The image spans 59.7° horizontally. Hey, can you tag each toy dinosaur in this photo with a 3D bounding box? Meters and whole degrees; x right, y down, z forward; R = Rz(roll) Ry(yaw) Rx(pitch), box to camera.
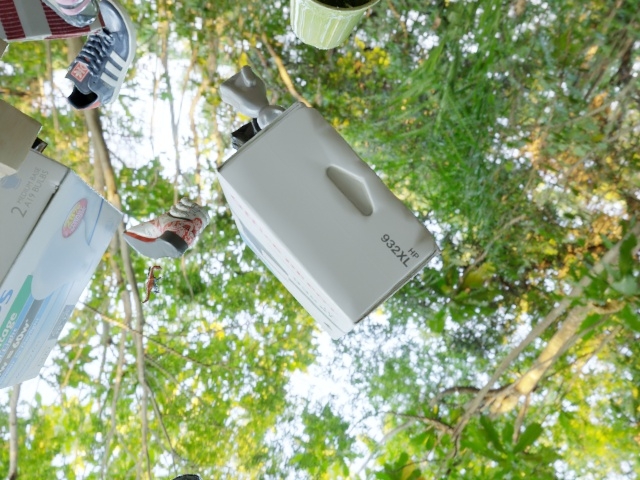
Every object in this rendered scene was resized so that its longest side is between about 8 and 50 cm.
[{"bbox_3d":[-0.429,0.105,1.437,0.047,0.082,0.090,9,-138,-4],"label":"toy dinosaur"}]

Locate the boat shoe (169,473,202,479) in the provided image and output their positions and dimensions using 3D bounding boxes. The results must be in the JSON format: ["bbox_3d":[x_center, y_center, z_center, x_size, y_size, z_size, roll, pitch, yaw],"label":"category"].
[{"bbox_3d":[-0.274,0.460,0.918,0.121,0.335,0.119,3,-101,1],"label":"boat shoe"}]

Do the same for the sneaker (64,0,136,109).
[{"bbox_3d":[-0.602,-0.480,1.494,0.131,0.350,0.148,41,-133,6],"label":"sneaker"}]

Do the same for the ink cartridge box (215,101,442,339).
[{"bbox_3d":[0.000,0.000,0.715,0.129,0.307,0.223,-41,-98,-10],"label":"ink cartridge box"}]

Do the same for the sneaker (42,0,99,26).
[{"bbox_3d":[-0.423,-0.464,0.965,0.131,0.112,0.319,-25,-173,-1],"label":"sneaker"}]

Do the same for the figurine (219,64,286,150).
[{"bbox_3d":[-0.119,-0.236,1.195,0.092,0.215,0.209,-28,-128,-20],"label":"figurine"}]

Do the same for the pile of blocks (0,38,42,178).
[{"bbox_3d":[-0.374,-0.141,0.422,0.362,0.149,0.113,17,-111,-3],"label":"pile of blocks"}]

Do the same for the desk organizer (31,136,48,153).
[{"bbox_3d":[-0.581,-0.201,1.030,0.130,0.047,0.050,34,176,-4],"label":"desk organizer"}]

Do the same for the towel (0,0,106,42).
[{"bbox_3d":[-0.593,-0.491,1.041,0.329,0.237,0.037,-26,-162,-40],"label":"towel"}]

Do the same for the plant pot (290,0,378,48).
[{"bbox_3d":[0.022,-0.652,1.476,0.276,0.254,0.276,2,-103,-10],"label":"plant pot"}]

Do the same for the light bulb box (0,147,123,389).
[{"bbox_3d":[-0.522,0.032,0.873,0.225,0.361,0.358,25,-99,-5],"label":"light bulb box"}]

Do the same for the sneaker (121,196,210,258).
[{"bbox_3d":[-0.379,-0.034,1.390,0.270,0.090,0.145,2,-131,47],"label":"sneaker"}]
